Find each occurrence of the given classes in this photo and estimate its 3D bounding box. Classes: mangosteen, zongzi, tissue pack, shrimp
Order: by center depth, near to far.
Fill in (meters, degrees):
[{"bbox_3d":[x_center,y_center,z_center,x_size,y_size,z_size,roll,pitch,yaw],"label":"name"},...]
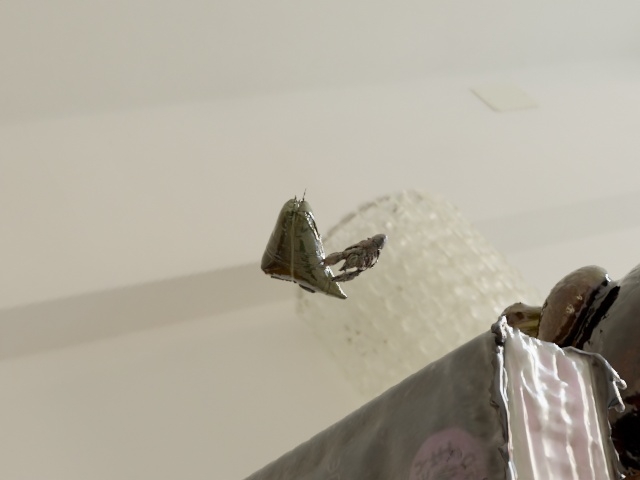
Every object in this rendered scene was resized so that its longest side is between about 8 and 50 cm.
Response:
[{"bbox_3d":[0.048,0.243,0.720,0.122,0.259,0.361,21,-39,-28],"label":"tissue pack"},{"bbox_3d":[0.339,0.136,0.978,0.297,0.293,0.297,-6,-68,-16],"label":"mangosteen"},{"bbox_3d":[0.040,0.024,1.267,0.092,0.038,0.029,-24,-8,12],"label":"shrimp"},{"bbox_3d":[0.000,0.000,1.450,0.130,0.062,0.154,24,-58,1],"label":"zongzi"}]
